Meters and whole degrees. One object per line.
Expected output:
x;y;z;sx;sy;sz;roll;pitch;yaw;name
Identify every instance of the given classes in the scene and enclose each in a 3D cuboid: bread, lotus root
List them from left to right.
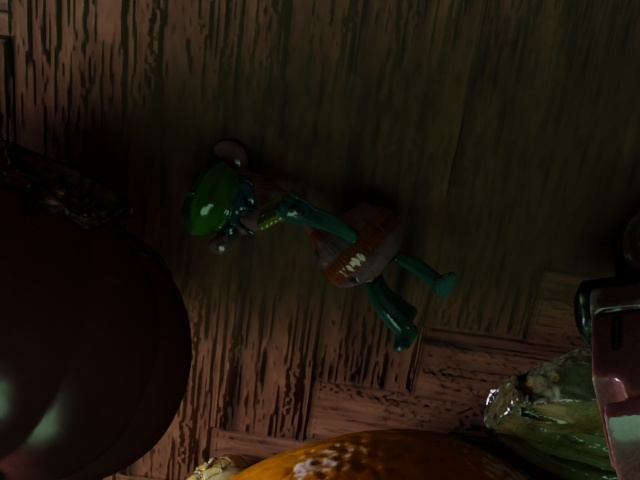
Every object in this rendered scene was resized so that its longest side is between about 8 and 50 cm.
-0.088;0.240;1.716;0.072;0.053;0.106;-20;136;-6;bread
0.210;0.134;1.558;0.144;0.070;0.143;14;139;-13;lotus root

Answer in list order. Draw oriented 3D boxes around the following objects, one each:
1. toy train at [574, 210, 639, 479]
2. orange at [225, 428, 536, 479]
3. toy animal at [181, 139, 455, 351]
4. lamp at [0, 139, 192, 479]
0.335;0.071;1.371;0.304;0.221;0.150;-8;131;14;toy train
0.044;0.346;1.608;0.424;0.326;0.424;-3;122;-5;orange
0.000;0.000;1.432;0.208;0.100;0.103;32;170;-7;toy animal
-0.241;0.063;1.407;0.303;0.257;0.303;23;174;3;lamp
